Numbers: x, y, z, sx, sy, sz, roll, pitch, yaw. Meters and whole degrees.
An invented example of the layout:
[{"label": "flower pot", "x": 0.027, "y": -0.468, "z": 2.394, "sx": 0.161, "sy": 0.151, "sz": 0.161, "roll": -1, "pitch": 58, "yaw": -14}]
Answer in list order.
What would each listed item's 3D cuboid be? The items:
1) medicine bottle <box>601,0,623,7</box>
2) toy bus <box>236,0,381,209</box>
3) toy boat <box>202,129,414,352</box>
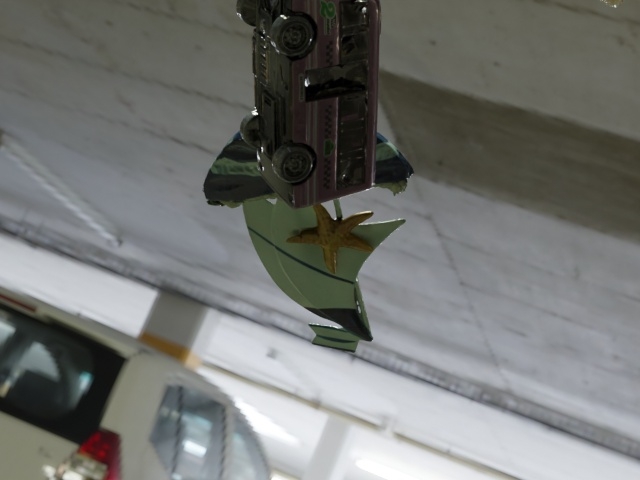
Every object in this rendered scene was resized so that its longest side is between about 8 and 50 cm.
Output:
[{"label": "medicine bottle", "x": 0.221, "y": -0.332, "z": 1.276, "sx": 0.252, "sy": 0.114, "sz": 0.114, "roll": 31, "pitch": -11, "yaw": 14}, {"label": "toy bus", "x": -0.004, "y": -0.122, "z": 0.910, "sx": 0.098, "sy": 0.178, "sz": 0.087, "roll": -12, "pitch": 31, "yaw": -20}, {"label": "toy boat", "x": 0.000, "y": 0.000, "z": 1.239, "sx": 0.220, "sy": 0.067, "sz": 0.291, "roll": -4, "pitch": -51, "yaw": 14}]
